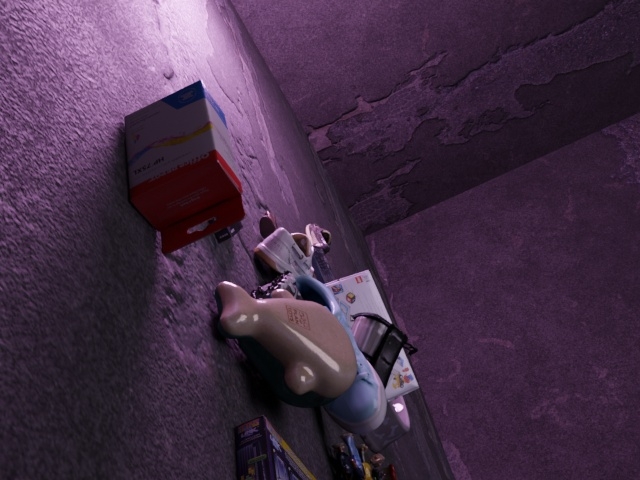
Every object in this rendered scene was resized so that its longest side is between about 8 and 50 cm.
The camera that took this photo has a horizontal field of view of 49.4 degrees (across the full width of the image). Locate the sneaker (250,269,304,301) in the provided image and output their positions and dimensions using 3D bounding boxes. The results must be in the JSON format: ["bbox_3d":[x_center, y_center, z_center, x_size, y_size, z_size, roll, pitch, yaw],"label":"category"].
[{"bbox_3d":[-0.070,0.121,1.313,0.106,0.078,0.234,63,6,-1],"label":"sneaker"}]

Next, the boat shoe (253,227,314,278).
[{"bbox_3d":[-0.054,0.032,1.529,0.098,0.096,0.277,39,1,15],"label":"boat shoe"}]

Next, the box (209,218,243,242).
[{"bbox_3d":[-0.196,-0.081,1.268,0.116,0.029,0.162,-73,139,-78],"label":"box"}]

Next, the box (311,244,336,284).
[{"bbox_3d":[-0.001,0.107,1.871,0.232,0.059,0.184,8,57,-82],"label":"box"}]

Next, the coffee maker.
[{"bbox_3d":[0.117,0.272,1.522,0.171,0.178,0.120,27,-24,-3],"label":"coffee maker"}]

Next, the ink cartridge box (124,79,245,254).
[{"bbox_3d":[-0.193,-0.106,0.975,0.078,0.134,0.231,58,10,-49],"label":"ink cartridge box"}]

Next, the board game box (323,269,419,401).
[{"bbox_3d":[0.088,0.238,1.631,0.053,0.192,0.305,-42,-113,58],"label":"board game box"}]

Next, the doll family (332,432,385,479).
[{"bbox_3d":[0.072,0.445,1.330,0.193,0.076,0.111,47,24,-52],"label":"doll family"}]

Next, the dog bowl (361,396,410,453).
[{"bbox_3d":[0.127,0.365,1.803,0.349,0.102,0.349,-24,90,-82],"label":"dog bowl"}]

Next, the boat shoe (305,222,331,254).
[{"bbox_3d":[0.000,-0.001,2.143,0.223,0.073,0.080,-92,157,-69],"label":"boat shoe"}]

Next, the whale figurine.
[{"bbox_3d":[-0.069,0.170,1.107,0.272,0.141,0.216,30,28,-33],"label":"whale figurine"}]

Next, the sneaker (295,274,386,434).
[{"bbox_3d":[0.011,0.219,1.405,0.150,0.135,0.366,56,2,-46],"label":"sneaker"}]

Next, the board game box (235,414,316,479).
[{"bbox_3d":[-0.050,0.337,0.914,0.170,0.048,0.141,60,8,-35],"label":"board game box"}]

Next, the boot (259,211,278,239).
[{"bbox_3d":[-0.120,-0.042,1.616,0.114,0.037,0.106,-99,176,-53],"label":"boot"}]

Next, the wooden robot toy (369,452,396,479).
[{"bbox_3d":[0.127,0.525,1.461,0.173,0.076,0.079,-83,159,-74],"label":"wooden robot toy"}]
